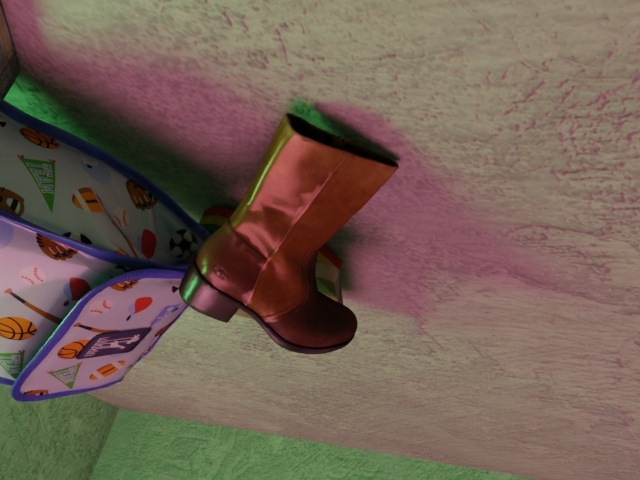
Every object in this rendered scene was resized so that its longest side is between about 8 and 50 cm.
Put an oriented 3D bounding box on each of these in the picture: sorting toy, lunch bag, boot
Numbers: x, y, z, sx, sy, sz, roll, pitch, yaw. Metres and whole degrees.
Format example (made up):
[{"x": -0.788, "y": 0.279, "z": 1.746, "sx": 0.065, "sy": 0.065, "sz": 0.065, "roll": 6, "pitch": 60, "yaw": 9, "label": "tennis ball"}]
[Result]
[{"x": -0.081, "y": 0.046, "z": 1.161, "sx": 0.257, "sy": 0.089, "sz": 0.255, "roll": 14, "pitch": 155, "yaw": 11, "label": "sorting toy"}, {"x": -0.371, "y": 0.042, "z": 0.997, "sx": 0.385, "sy": 0.239, "sz": 0.328, "roll": 27, "pitch": 127, "yaw": -25, "label": "lunch bag"}, {"x": 0.000, "y": 0.000, "z": 0.919, "sx": 0.264, "sy": 0.096, "sz": 0.280, "roll": 26, "pitch": 117, "yaw": -23, "label": "boot"}]

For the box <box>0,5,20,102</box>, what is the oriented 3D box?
[{"x": -0.442, "y": -0.261, "z": 0.806, "sx": 0.183, "sy": 0.056, "sz": 0.231, "roll": 19, "pitch": 156, "yaw": -3, "label": "box"}]
